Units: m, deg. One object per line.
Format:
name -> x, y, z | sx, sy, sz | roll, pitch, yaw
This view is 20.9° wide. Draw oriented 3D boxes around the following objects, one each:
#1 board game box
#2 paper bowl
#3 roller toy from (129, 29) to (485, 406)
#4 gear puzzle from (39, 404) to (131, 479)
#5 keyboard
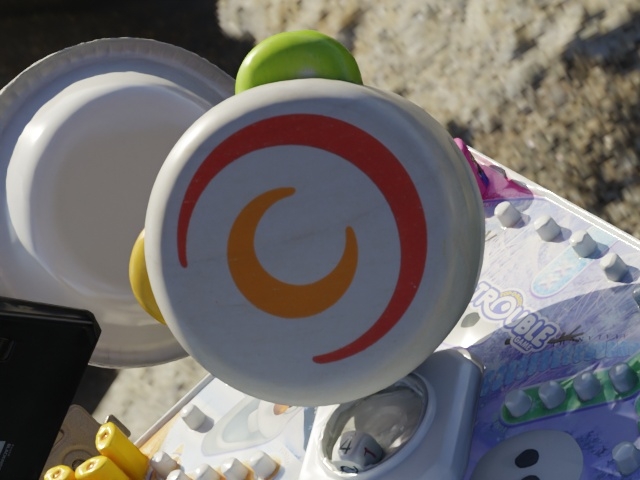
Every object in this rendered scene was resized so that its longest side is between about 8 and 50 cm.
board game box -> 0.033, 0.112, 1.065 | 0.390, 0.050, 0.390 | -43, 31, -6
paper bowl -> -0.164, -0.032, 1.483 | 0.284, 0.284, 0.148 | -60, 14, -10
roller toy -> 0.000, 0.000, 1.046 | 0.191, 0.146, 0.209 | 37, 99, 6
gear puzzle -> -0.182, 0.238, 1.352 | 0.339, 0.044, 0.175 | 43, 56, 0
keyboard -> -0.178, 0.109, 0.826 | 0.023, 0.108, 0.180 | 30, 102, 36
